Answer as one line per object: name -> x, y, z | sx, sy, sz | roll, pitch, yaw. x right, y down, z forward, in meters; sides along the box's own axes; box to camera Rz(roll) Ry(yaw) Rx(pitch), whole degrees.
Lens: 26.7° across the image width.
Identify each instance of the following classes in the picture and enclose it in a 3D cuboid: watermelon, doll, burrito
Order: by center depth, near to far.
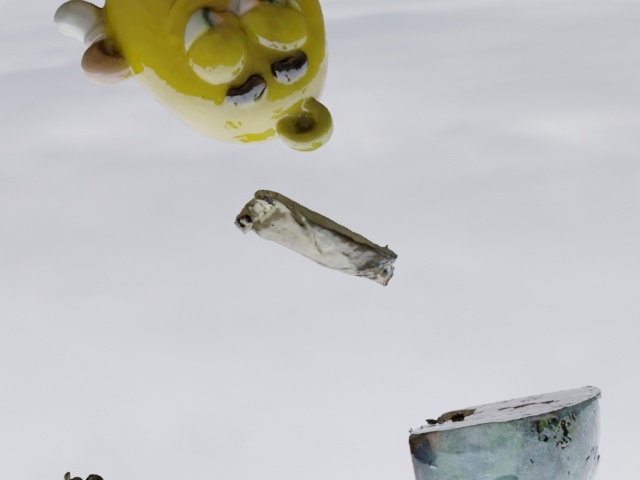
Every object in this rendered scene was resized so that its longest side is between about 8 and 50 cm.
watermelon -> 0.200, 0.247, 1.338 | 0.188, 0.175, 0.322 | -11, 176, 15
burrito -> 0.000, -0.001, 1.345 | 0.171, 0.051, 0.042 | 26, -145, -9
doll -> -0.121, -0.271, 1.400 | 0.423, 0.161, 0.348 | 18, -121, 20

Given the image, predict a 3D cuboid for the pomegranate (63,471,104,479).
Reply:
pomegranate -> -0.232, 0.291, 1.330 | 0.122, 0.161, 0.122 | 6, -154, -3
